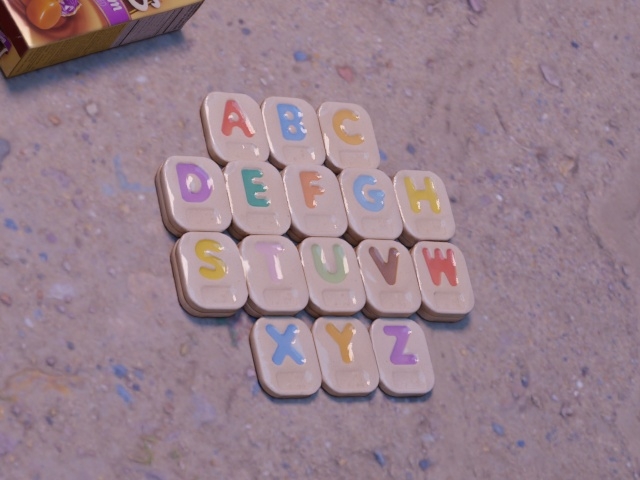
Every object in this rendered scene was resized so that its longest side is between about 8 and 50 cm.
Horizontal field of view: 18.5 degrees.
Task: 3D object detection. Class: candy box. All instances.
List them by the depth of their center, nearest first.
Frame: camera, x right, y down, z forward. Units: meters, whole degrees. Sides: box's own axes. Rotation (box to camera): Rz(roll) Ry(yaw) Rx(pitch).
[{"bbox_3d":[-0.200,-0.212,1.625,0.187,0.053,0.109,-22,77,-40],"label":"candy box"}]

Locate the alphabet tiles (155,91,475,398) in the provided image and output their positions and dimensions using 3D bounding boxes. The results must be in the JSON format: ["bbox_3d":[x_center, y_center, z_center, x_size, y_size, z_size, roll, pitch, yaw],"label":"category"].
[{"bbox_3d":[0.000,0.000,1.653,0.284,0.021,0.278,2,63,-31],"label":"alphabet tiles"}]
